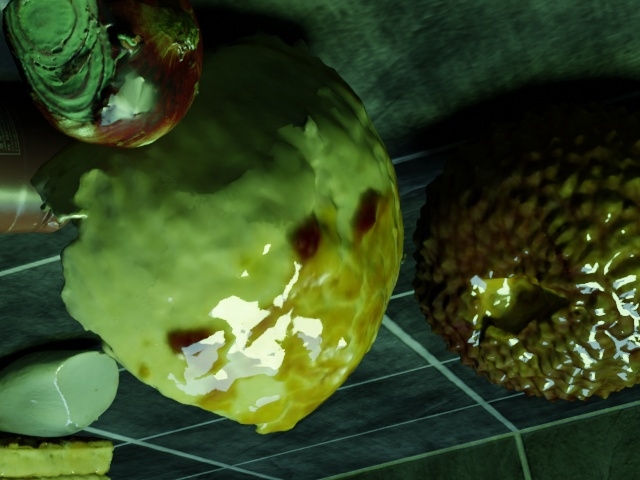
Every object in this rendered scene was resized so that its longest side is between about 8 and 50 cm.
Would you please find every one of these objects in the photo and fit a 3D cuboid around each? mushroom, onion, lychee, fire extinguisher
[{"bbox_3d":[-0.342,0.175,1.733,0.225,0.093,0.116,-10,140,24],"label":"mushroom"},{"bbox_3d":[-0.116,-0.111,0.859,0.118,0.117,0.118,-6,-171,1],"label":"onion"},{"bbox_3d":[0.219,0.003,1.278,0.267,0.267,0.267,-11,164,-3],"label":"lychee"},{"bbox_3d":[-0.298,-0.050,0.978,0.269,0.105,0.105,-2,161,-34],"label":"fire extinguisher"}]

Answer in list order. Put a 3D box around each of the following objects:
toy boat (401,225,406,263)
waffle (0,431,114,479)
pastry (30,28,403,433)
[{"bbox_3d":[0.000,0.000,1.430,0.206,0.064,0.072,6,174,-43],"label":"toy boat"},{"bbox_3d":[-0.427,0.280,1.855,0.308,0.091,0.213,-3,173,36],"label":"waffle"},{"bbox_3d":[-0.038,-0.018,0.971,0.170,0.237,0.256,-43,-177,34],"label":"pastry"}]
